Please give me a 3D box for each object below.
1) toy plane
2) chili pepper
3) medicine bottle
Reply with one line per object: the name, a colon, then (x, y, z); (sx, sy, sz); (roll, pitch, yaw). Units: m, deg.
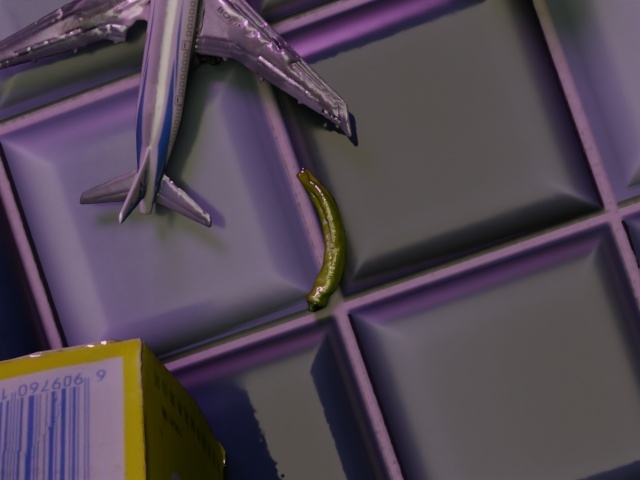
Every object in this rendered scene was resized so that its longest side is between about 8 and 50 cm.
toy plane: (-0.086, -0.118, 0.778); (0.225, 0.058, 0.226); (10, 87, 10)
chili pepper: (0.000, 0.000, 0.787); (0.030, 0.017, 0.083); (1, 90, 7)
medicine bottle: (-0.126, 0.188, 0.682); (0.141, 0.137, 0.250); (-10, 52, 5)
